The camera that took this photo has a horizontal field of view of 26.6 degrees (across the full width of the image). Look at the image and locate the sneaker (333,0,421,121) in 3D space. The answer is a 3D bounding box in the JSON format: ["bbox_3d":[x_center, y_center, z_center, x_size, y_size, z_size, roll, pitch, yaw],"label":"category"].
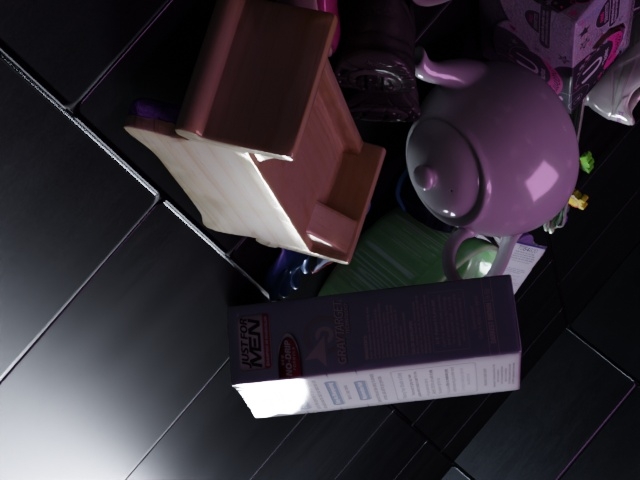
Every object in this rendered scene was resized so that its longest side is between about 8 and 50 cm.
[{"bbox_3d":[0.068,-0.208,1.498,0.286,0.109,0.130,108,-12,-81],"label":"sneaker"}]

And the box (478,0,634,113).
[{"bbox_3d":[0.307,-0.304,1.758,0.142,0.163,0.247,-49,160,-10],"label":"box"}]

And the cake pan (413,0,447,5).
[{"bbox_3d":[0.191,-0.381,1.472,0.293,0.054,0.293,-39,166,-12],"label":"cake pan"}]

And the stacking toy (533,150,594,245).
[{"bbox_3d":[0.471,-0.073,2.702,0.167,0.052,0.221,-47,158,-16],"label":"stacking toy"}]

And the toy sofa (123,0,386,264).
[{"bbox_3d":[-0.055,-0.109,1.396,0.362,0.177,0.150,59,47,-69],"label":"toy sofa"}]

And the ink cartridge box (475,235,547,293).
[{"bbox_3d":[0.250,0.067,2.334,0.223,0.045,0.224,13,120,-37],"label":"ink cartridge box"}]

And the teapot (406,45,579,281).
[{"bbox_3d":[0.201,-0.102,1.777,0.187,0.256,0.252,-25,158,-32],"label":"teapot"}]

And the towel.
[{"bbox_3d":[0.375,-0.166,2.067,0.325,0.038,0.248,-56,154,-71],"label":"towel"}]

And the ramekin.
[{"bbox_3d":[0.123,0.086,2.076,0.303,0.148,0.303,-42,158,-21],"label":"ramekin"}]

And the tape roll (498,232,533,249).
[{"bbox_3d":[0.302,0.042,2.489,0.189,0.080,0.189,-42,158,-22],"label":"tape roll"}]

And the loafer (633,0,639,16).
[{"bbox_3d":[0.545,-0.439,2.163,0.223,0.076,0.078,-42,167,-12],"label":"loafer"}]

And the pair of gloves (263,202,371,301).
[{"bbox_3d":[0.000,0.000,1.846,0.198,0.023,0.159,-29,151,-45],"label":"pair of gloves"}]

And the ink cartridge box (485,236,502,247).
[{"bbox_3d":[0.278,-0.052,2.003,0.104,0.060,0.180,-48,172,0],"label":"ink cartridge box"}]

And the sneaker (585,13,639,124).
[{"bbox_3d":[0.563,-0.332,2.282,0.305,0.152,0.114,-56,158,10],"label":"sneaker"}]

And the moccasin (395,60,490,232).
[{"bbox_3d":[0.253,-0.158,1.970,0.342,0.117,0.137,-54,160,9],"label":"moccasin"}]

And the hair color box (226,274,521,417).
[{"bbox_3d":[0.076,0.146,1.812,0.374,0.114,0.185,-7,158,5],"label":"hair color box"}]

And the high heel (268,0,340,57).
[{"bbox_3d":[-0.003,-0.267,1.307,0.117,0.082,0.244,-58,157,-8],"label":"high heel"}]
